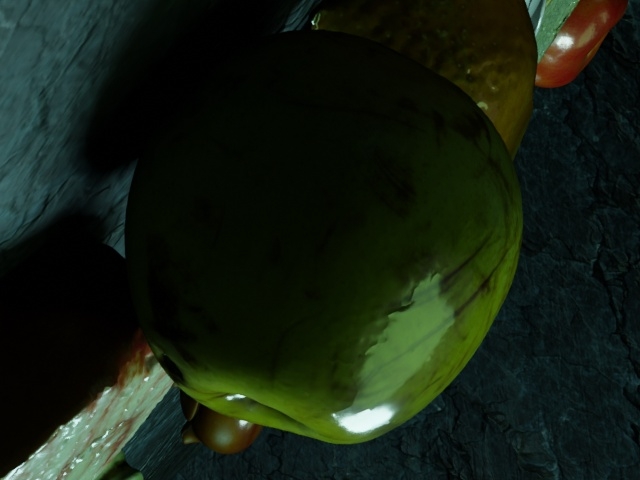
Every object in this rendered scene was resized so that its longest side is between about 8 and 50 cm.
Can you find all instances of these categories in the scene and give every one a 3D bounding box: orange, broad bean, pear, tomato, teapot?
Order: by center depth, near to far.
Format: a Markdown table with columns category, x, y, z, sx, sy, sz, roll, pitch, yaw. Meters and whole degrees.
| category | x | y | z | sx | sy | sz | roll | pitch | yaw |
| --- | --- | --- | --- | --- | --- | --- | --- | --- | --- |
| pear | 0.000 | 0.000 | 0.995 | 0.283 | 0.283 | 0.283 | -47 | 174 | -7 |
| orange | 0.076 | -0.111 | 1.262 | 0.262 | 0.196 | 0.335 | -69 | 178 | -79 |
| teapot | -0.129 | 0.174 | 1.954 | 0.178 | 0.135 | 0.252 | -103 | -154 | -56 |
| broad bean | -0.325 | 0.368 | 1.971 | 0.207 | 0.072 | 0.153 | -48 | 168 | 3 |
| tomato | 0.321 | -0.301 | 1.993 | 0.195 | 0.136 | 0.195 | -50 | 173 | -9 |

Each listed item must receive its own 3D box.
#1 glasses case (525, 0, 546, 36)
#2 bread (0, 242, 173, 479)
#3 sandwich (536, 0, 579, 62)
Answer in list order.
| category | x | y | z | sx | sy | sz | roll | pitch | yaw |
| --- | --- | --- | --- | --- | --- | --- | --- | --- | --- |
| glasses case | 0.169 | -0.233 | 1.410 | 0.083 | 0.128 | 0.308 | -2 | 161 | -12 |
| bread | -0.221 | 0.140 | 1.067 | 0.295 | 0.114 | 0.327 | -52 | 172 | 24 |
| sandwich | 0.254 | -0.307 | 1.695 | 0.249 | 0.095 | 0.273 | -54 | 172 | 17 |
